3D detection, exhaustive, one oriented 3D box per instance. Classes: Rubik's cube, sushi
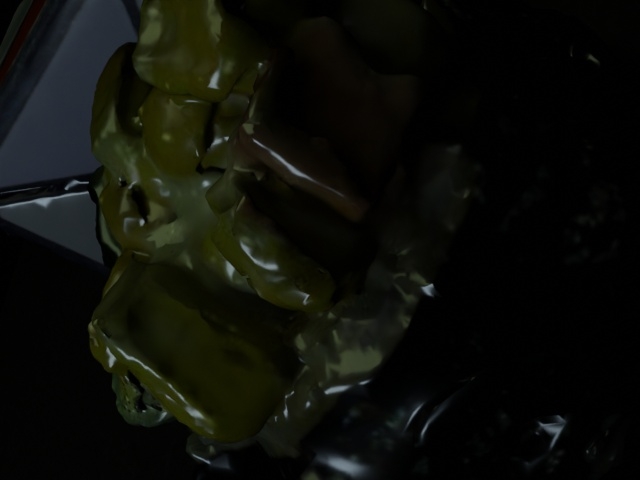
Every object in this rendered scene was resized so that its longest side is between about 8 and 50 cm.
[{"bbox_3d":[-0.073,-0.146,1.099,0.305,0.310,0.307,-50,23,34],"label":"Rubik's cube"},{"bbox_3d":[0.000,0.000,0.735,0.328,0.285,0.328,-58,20,29],"label":"sushi"}]
